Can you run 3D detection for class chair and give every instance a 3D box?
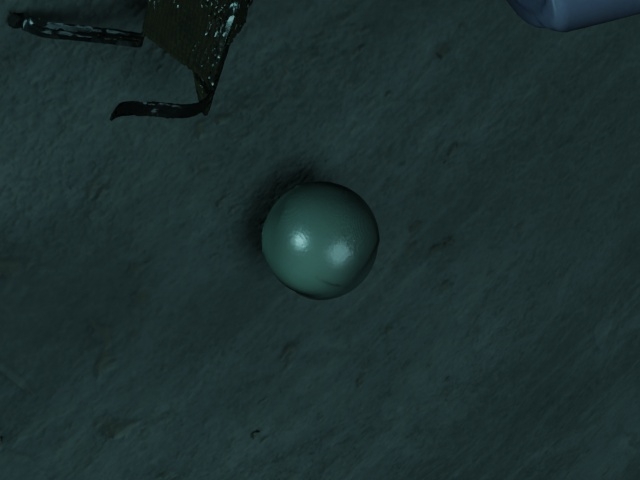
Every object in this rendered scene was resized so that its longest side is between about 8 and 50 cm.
[{"bbox_3d":[-0.092,-0.172,1.119,0.213,0.149,0.174,-6,123,-46],"label":"chair"}]

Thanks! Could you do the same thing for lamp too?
[{"bbox_3d":[0.000,0.000,1.370,0.105,0.105,0.105,-25,135,-28],"label":"lamp"}]

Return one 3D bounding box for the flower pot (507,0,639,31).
[{"bbox_3d":[0.243,-0.303,1.267,0.243,0.265,0.265,-27,138,-7],"label":"flower pot"}]
